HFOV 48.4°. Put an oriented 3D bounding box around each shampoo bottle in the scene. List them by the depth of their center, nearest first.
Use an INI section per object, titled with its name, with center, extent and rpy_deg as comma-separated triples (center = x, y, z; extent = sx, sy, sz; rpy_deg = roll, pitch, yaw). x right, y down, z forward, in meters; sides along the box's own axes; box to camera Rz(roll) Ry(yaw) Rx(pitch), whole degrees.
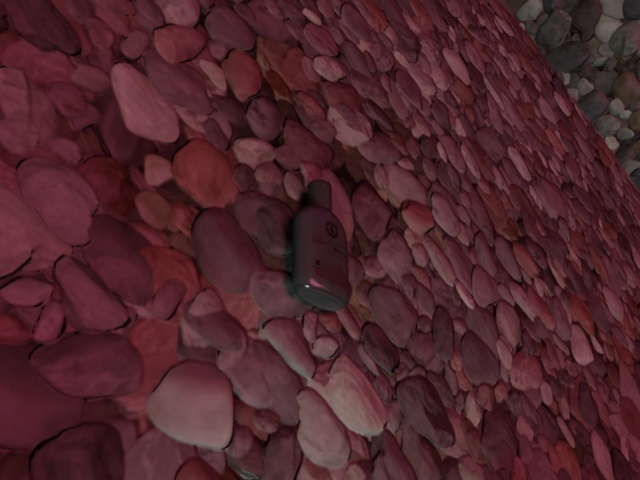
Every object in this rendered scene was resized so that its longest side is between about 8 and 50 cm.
[shampoo bottle]
center = 0.000, 0.000, 0.847
extent = 0.080, 0.040, 0.165
rpy_deg = 27, 47, -34
